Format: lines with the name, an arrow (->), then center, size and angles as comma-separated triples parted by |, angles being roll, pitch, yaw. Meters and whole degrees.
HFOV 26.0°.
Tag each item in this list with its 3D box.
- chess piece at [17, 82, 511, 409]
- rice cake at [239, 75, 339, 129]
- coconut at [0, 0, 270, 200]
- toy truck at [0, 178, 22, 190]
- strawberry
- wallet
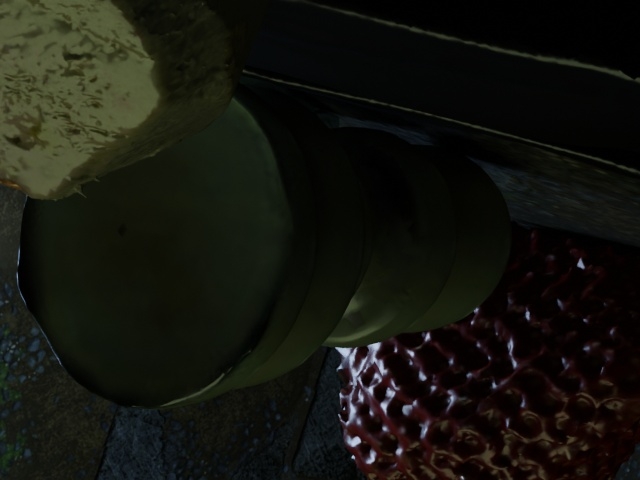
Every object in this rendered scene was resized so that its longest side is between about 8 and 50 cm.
chess piece -> 0.000, 0.000, 0.831 | 0.182, 0.182, 0.330 | 16, -172, 33
rice cake -> -0.104, -0.102, 0.926 | 0.211, 0.038, 0.124 | 17, 177, 26
coconut -> -0.071, -0.083, 0.394 | 0.116, 0.122, 0.116 | 9, 138, 8
toy truck -> -0.212, -0.088, 1.174 | 0.270, 0.114, 0.135 | 17, 173, -32
strawberry -> 0.202, 0.102, 1.229 | 0.312, 0.267, 0.351 | -16, 171, -45
wallet -> 0.038, -0.072, 0.609 | 0.247, 0.041, 0.323 | 18, 180, 16
